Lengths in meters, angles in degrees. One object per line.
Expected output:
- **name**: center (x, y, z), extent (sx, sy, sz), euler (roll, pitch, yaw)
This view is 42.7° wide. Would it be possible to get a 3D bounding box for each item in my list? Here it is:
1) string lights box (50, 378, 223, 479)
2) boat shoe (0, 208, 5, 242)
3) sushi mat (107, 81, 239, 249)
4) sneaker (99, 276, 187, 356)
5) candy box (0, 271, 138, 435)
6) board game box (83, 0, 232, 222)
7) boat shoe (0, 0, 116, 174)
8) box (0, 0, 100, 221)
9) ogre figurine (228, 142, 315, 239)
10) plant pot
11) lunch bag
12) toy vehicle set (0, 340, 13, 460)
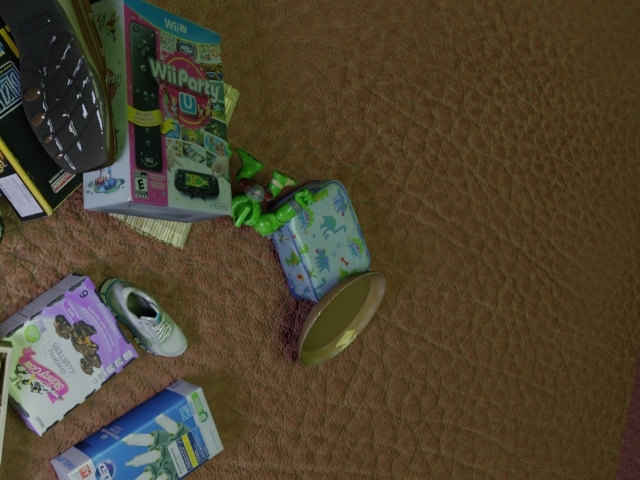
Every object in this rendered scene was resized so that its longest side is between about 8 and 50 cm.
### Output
- **string lights box**: center (-0.302, 0.360, 1.376), extent (0.259, 0.077, 0.133), euler (-31, 114, -34)
- **boat shoe**: center (-0.532, -0.118, 1.141), extent (0.114, 0.091, 0.302), euler (-17, 99, -14)
- **sushi mat**: center (-0.248, -0.154, 1.423), extent (0.151, 0.019, 0.316), euler (28, 75, -39)
- **sneaker**: center (-0.284, 0.138, 1.373), extent (0.191, 0.083, 0.071), euler (47, 63, -34)
- **candy box**: center (-0.411, 0.174, 1.274), extent (0.196, 0.070, 0.165), euler (-41, 118, -30)
- **board game box**: center (-0.248, -0.190, 1.247), extent (0.224, 0.097, 0.303), euler (7, 76, -57)
- **boat shoe**: center (-0.338, -0.255, 1.108), extent (0.120, 0.122, 0.324), euler (-31, 108, -68)
- **box**: center (-0.393, -0.224, 1.192), extent (0.257, 0.079, 0.322), euler (60, 38, -24)
- **ogre figurine**: center (-0.123, -0.085, 1.462), extent (0.197, 0.097, 0.118), euler (27, 101, -31)
- **plant pot**: center (0.036, 0.149, 1.610), extent (0.236, 0.032, 0.236), euler (-38, 152, -24)
- **lunch bag**: center (0.000, 0.000, 1.598), extent (0.176, 0.090, 0.219), euler (-35, 115, -32)
- **toy vehicle set**: center (-0.534, 0.268, 1.148), extent (0.166, 0.035, 0.267), euler (5, 99, -26)
